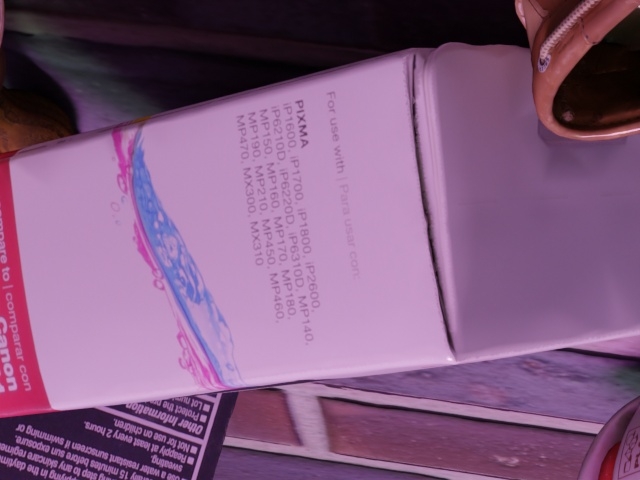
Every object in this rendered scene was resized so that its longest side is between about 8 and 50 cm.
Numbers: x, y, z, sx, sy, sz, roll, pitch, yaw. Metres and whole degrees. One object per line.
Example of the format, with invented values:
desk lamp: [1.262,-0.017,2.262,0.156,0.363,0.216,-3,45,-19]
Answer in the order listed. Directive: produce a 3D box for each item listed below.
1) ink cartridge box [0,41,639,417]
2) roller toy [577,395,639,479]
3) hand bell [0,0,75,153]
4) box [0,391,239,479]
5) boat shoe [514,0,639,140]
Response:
ink cartridge box: [0.000,0.000,0.911,0.306,0.131,0.226,-8,178,41]
roller toy: [0.267,0.171,1.223,0.209,0.191,0.146,-21,170,-26]
hand bell: [-0.173,-0.075,0.985,0.126,0.126,0.242,5,171,14]
box: [-0.225,0.107,1.131,0.296,0.294,0.183,23,166,-27]
boat shoe: [0.186,-0.110,0.660,0.122,0.120,0.324,21,156,-26]
